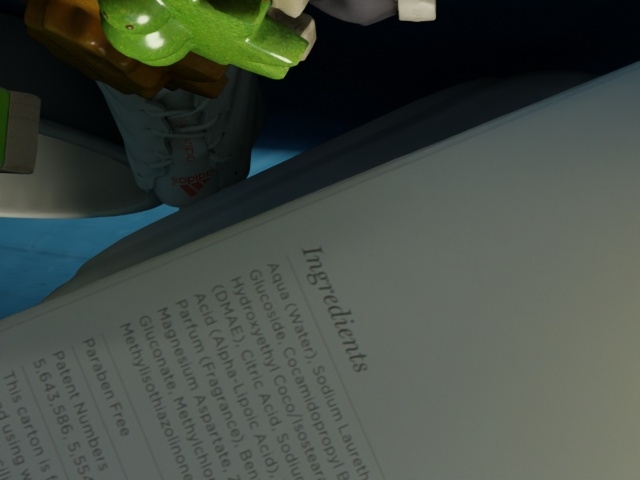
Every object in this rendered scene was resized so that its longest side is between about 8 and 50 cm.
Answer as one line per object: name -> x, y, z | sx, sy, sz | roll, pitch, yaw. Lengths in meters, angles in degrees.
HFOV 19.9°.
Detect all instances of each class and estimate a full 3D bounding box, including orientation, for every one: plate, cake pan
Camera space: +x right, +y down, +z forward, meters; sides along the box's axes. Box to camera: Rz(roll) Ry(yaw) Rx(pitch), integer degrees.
plate -> 0.000, 0.000, 0.843 | 0.277, 0.045, 0.278 | -26, 171, 1
cake pan -> -0.213, -0.064, 0.869 | 0.293, 0.054, 0.293 | 6, 171, 1

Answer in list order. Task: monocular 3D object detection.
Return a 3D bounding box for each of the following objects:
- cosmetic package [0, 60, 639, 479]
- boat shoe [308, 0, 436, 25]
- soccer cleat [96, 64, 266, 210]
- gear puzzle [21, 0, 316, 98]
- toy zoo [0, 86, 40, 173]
cosmetic package -> 0.047, 0.058, 0.648 | 0.385, 0.156, 0.217 | -21, 172, -6
boat shoe -> -0.002, -0.096, 0.469 | 0.065, 0.075, 0.206 | 2, 175, 6
soccer cleat -> -0.056, -0.055, 0.751 | 0.068, 0.076, 0.196 | 5, 171, 9
gear puzzle -> -0.085, -0.089, 0.466 | 0.175, 0.044, 0.339 | 28, 173, 5
toy zoo -> -0.262, -0.050, 0.574 | 0.192, 0.030, 0.293 | 3, 178, 41
